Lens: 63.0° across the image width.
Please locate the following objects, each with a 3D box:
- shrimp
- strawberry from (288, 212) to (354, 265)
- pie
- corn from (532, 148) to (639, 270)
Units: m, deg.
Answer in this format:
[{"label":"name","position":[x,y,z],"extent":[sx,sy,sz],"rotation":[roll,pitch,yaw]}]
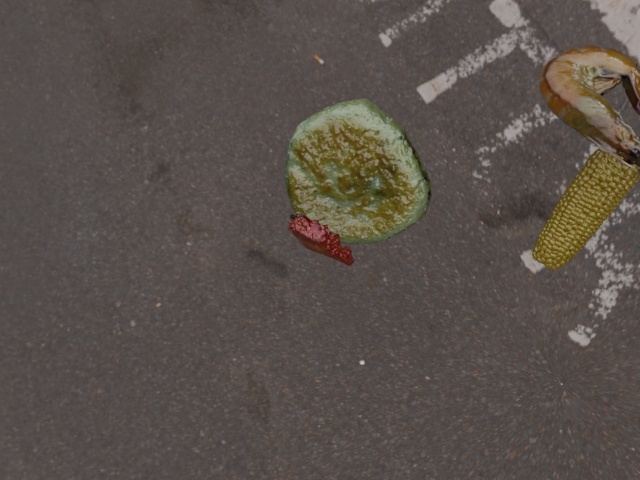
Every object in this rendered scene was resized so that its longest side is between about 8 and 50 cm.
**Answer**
[{"label":"shrimp","position":[0.450,-0.211,0.822],"extent":[0.150,0.068,0.249],"rotation":[-24,68,8]},{"label":"strawberry","position":[-0.002,0.003,0.957],"extent":[0.152,0.104,0.048],"rotation":[39,77,-12]},{"label":"pie","position":[0.067,-0.130,1.101],"extent":[0.323,0.070,0.323],"rotation":[6,112,14]},{"label":"corn","position":[0.484,-0.061,0.957],"extent":[0.091,0.091,0.260],"rotation":[30,113,5]}]
